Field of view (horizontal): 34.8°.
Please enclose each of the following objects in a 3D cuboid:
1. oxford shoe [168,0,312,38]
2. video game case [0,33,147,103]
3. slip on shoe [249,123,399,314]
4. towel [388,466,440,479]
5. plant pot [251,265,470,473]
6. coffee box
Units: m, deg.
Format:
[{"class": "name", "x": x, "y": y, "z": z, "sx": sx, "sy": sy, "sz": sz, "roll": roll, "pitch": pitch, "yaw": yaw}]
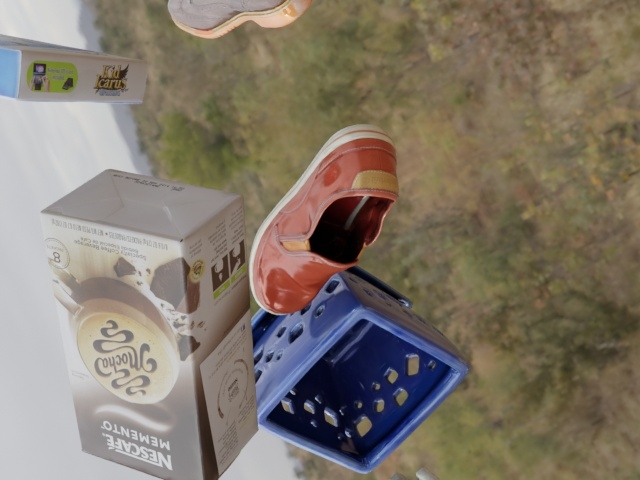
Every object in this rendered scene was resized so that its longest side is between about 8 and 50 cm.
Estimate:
[{"class": "oxford shoe", "x": -0.161, "y": -0.431, "z": 1.707, "sx": 0.363, "sy": 0.130, "sz": 0.133, "roll": 4, "pitch": 154, "yaw": 49}, {"class": "video game case", "x": -0.393, "y": -0.220, "z": 1.256, "sx": 0.244, "sy": 0.269, "sz": 0.061, "roll": -14, "pitch": -65, "yaw": -65}, {"class": "slip on shoe", "x": 0.000, "y": 0.000, "z": 1.254, "sx": 0.331, "sy": 0.123, "sz": 0.101, "roll": -55, "pitch": 37, "yaw": 44}, {"class": "towel", "x": 0.271, "y": 0.443, "z": 1.404, "sx": 0.324, "sy": 0.056, "sz": 0.312, "roll": 22, "pitch": 160, "yaw": 51}, {"class": "plant pot", "x": 0.031, "y": 0.159, "z": 1.472, "sx": 0.236, "sy": 0.236, "sz": 0.212, "roll": 32, "pitch": -164, "yaw": -33}, {"class": "coffee box", "x": -0.169, "y": 0.093, "z": 1.058, "sx": 0.119, "sy": 0.168, "sz": 0.297, "roll": -45, "pitch": -41, "yaw": -52}]
